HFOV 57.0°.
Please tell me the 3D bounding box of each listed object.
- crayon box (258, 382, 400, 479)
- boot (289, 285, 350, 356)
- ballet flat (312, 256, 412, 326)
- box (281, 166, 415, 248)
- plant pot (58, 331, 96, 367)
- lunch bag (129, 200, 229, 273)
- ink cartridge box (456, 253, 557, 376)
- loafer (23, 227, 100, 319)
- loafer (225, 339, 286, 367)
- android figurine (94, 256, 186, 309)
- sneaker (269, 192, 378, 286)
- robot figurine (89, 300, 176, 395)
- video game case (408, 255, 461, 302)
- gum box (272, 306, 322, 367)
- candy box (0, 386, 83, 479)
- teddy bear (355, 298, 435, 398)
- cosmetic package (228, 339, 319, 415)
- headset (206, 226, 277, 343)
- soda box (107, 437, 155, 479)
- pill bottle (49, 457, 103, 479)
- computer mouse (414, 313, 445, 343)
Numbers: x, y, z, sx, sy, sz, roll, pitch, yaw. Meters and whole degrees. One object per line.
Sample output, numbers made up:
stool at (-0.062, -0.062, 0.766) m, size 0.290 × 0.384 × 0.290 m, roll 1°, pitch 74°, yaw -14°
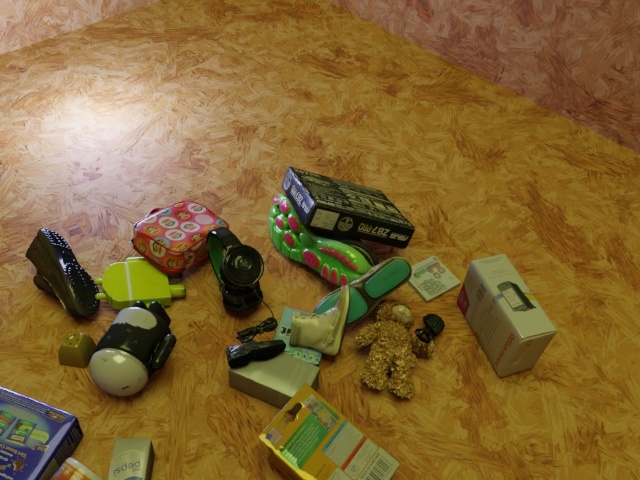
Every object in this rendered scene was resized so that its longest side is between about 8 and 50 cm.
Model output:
crayon box at (0.016, 0.553, 1.516) m, size 0.323 × 0.083 × 0.203 m, roll 39°, pitch 53°, yaw 11°
boot at (-0.002, 0.225, 1.755) m, size 0.165 × 0.077 × 0.213 m, roll 13°, pitch 87°, yaw 7°
ballet flat at (0.133, 0.168, 1.843) m, size 0.348 × 0.123 × 0.123 m, roll -34°, pitch 54°, yaw 1°
box at (0.091, -0.118, 2.038) m, size 0.394 × 0.097 × 0.318 m, roll 12°, pitch 26°, yaw -26°
plant pot at (-0.708, 0.308, 1.700) m, size 0.081 × 0.083 × 0.082 m, roll 8°, pitch 47°, yaw 1°
lunch bag at (-0.482, -0.028, 1.982) m, size 0.258 × 0.120 × 0.293 m, roll 31°, pitch 36°, yaw 19°
ink cartridge box at (0.563, 0.230, 1.825) m, size 0.131 × 0.226 × 0.306 m, roll -12°, pitch 51°, yaw -15°
loafer at (-0.818, 0.124, 1.856) m, size 0.130 × 0.134 × 0.366 m, roll -44°, pitch 59°, yaw 5°
loafer at (-0.182, 0.302, 1.649) m, size 0.169 × 0.062 × 0.061 m, roll -10°, pitch 41°, yaw -18°
android figurine at (-0.573, 0.142, 1.873) m, size 0.272 × 0.056 × 0.248 m, roll -5°, pitch 45°, yaw -22°
sneaker at (0.000, 0.000, 2.043) m, size 0.482 × 0.185 × 0.202 m, roll 39°, pitch 28°, yaw 29°
robot figurine at (-0.530, 0.304, 1.669) m, size 0.173 × 0.209 × 0.278 m, roll 34°, pitch 45°, yaw -15°
video game case at (0.381, 0.131, 2.037) m, size 0.157 × 0.019 × 0.143 m, roll -23°, pitch 54°, yaw -26°
gum box at (-0.062, 0.304, 1.808) m, size 0.156 × 0.041 × 0.184 m, roll 15°, pitch 48°, yaw 6°
candy box at (-0.792, 0.548, 1.440) m, size 0.268 × 0.122 × 0.317 m, roll 18°, pitch 47°, yaw 9°
teddy bear at (0.223, 0.315, 1.785) m, size 0.245 × 0.113 × 0.338 m, roll 25°, pitch 49°, yaw 13°
cosmetic package at (-0.133, 0.389, 1.681) m, size 0.237 × 0.107 × 0.127 m, roll 20°, pitch 48°, yaw 15°
headset at (-0.264, 0.137, 1.802) m, size 0.185 × 0.244 × 0.394 m, roll -25°, pitch 55°, yaw -27°
soda box at (-0.468, 0.630, 1.418) m, size 0.091 × 0.098 × 0.286 m, roll 2°, pitch 46°, yaw -5°
pill bottle at (-0.614, 0.632, 1.372) m, size 0.121 × 0.121 × 0.216 m, roll 26°, pitch 58°, yaw 17°
computer mouse at (0.338, 0.265, 1.803) m, size 0.071 × 0.041 × 0.242 m, roll 56°, pitch 21°, yaw 9°
